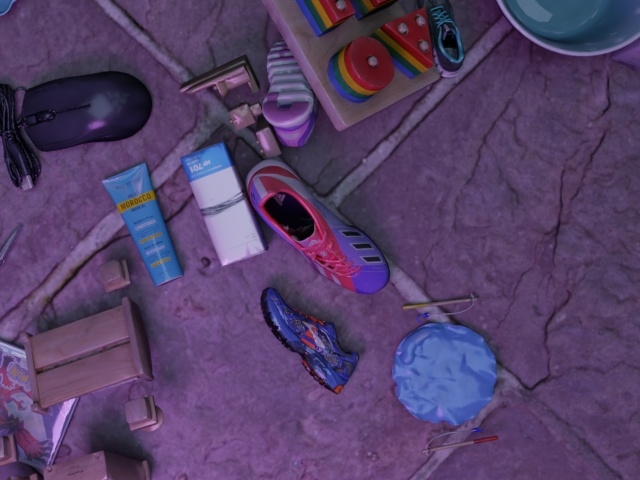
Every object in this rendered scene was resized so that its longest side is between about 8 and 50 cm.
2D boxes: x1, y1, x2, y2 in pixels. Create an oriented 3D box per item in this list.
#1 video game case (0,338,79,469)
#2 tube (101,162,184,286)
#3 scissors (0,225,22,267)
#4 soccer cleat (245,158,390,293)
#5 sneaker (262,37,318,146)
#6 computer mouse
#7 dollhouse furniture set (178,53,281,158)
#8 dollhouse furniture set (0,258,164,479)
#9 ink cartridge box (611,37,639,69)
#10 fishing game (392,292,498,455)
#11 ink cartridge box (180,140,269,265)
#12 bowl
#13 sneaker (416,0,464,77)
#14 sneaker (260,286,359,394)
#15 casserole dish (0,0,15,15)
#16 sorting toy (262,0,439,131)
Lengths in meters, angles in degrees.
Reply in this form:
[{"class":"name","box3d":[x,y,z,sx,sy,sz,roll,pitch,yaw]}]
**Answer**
[{"class":"video game case","box3d":[-0.527,0.278,1.518,0.201,0.023,0.183,22,90,-4]},{"class":"tube","box3d":[-0.298,-0.024,1.515,0.080,0.052,0.207,-23,87,-9]},{"class":"scissors","box3d":[-0.592,0.109,1.514,0.297,0.021,0.109,-41,91,-3]},{"class":"soccer cleat","box3d":[0.000,0.000,1.458,0.109,0.116,0.318,-40,115,13]},{"class":"sneaker","box3d":[-0.040,-0.248,1.475,0.095,0.104,0.236,0,52,13]},{"class":"computer mouse","box3d":[-0.420,-0.207,1.486,0.272,0.072,0.188,-17,92,-3]},{"class":"dollhouse furniture set","box3d":[-0.152,-0.207,1.481,0.123,0.144,0.151,-23,111,7]},{"class":"dollhouse furniture set","box3d":[-0.415,0.256,1.494,0.303,0.174,0.355,-18,67,5]},{"class":"ink cartridge box","box3d":[0.602,-0.434,1.457,0.060,0.239,0.275,22,90,-4]},{"class":"fishing game","box3d":[0.216,0.236,1.555,0.189,0.041,0.263,-11,84,-3]},{"class":"ink cartridge box","box3d":[-0.157,-0.061,1.472,0.082,0.139,0.190,-20,93,-1]},{"class":"bowl","box3d":[0.414,-0.451,1.484,0.312,0.163,0.311,0,91,-4]},{"class":"sneaker","box3d":[0.214,-0.367,1.518,0.065,0.076,0.166,-21,93,-4]},{"class":"sneaker","box3d":[-0.020,0.162,1.526,0.087,0.083,0.221,-43,99,-15]},{"class":"casserole dish","box3d":[-0.594,-0.440,1.487,0.189,0.037,0.114,11,91,-4]},{"class":"sorting toy","box3d":[0.074,-0.345,1.438,0.257,0.089,0.255,-33,94,-38]}]
